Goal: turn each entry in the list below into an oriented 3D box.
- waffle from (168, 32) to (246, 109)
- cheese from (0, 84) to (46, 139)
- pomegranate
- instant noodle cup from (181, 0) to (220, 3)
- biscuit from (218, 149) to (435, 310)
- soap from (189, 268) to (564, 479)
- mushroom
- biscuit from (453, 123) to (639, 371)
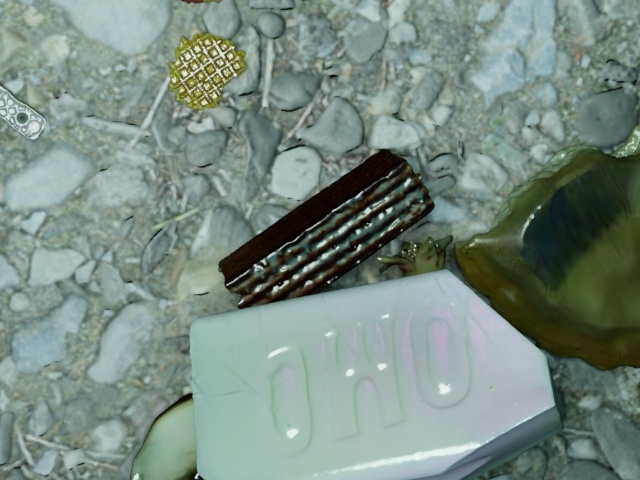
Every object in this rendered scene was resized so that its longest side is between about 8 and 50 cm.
[{"bbox_3d":[-0.125,-0.181,1.503,0.078,0.016,0.085,25,94,-8],"label":"waffle"},{"bbox_3d":[-0.371,-0.170,1.452,0.192,0.037,0.097,37,93,-12],"label":"cheese"},{"bbox_3d":[0.111,0.084,1.524,0.148,0.148,0.169,-21,90,-5],"label":"pomegranate"},{"bbox_3d":[-0.090,-0.363,1.411,0.274,0.091,0.274,-2,84,22],"label":"instant noodle cup"},{"bbox_3d":[0.000,0.000,1.508,0.252,0.106,0.070,-35,104,-1],"label":"biscuit"},{"bbox_3d":[0.055,0.153,1.373,0.347,0.115,0.208,-11,63,10],"label":"soap"},{"bbox_3d":[-0.061,0.257,1.512,0.267,0.164,0.189,-27,59,1],"label":"mushroom"},{"bbox_3d":[0.337,-0.018,1.578,0.329,0.078,0.335,22,98,-16],"label":"biscuit"}]
